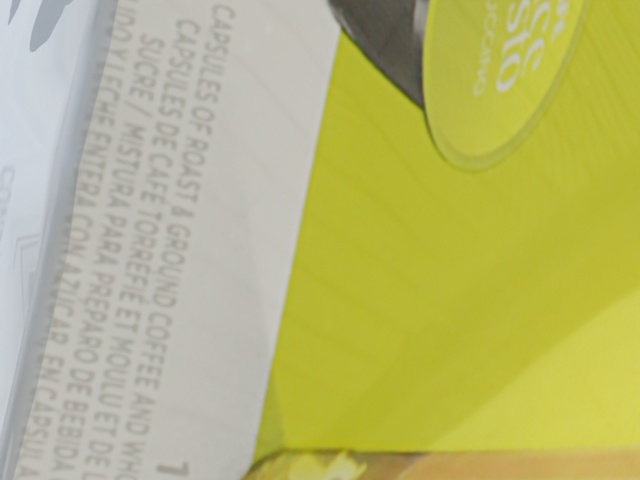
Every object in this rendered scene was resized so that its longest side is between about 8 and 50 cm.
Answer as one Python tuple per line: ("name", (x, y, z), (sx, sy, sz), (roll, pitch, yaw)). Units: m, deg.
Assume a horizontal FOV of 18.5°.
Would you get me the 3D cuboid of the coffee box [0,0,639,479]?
("coffee box", (0.000, 0.000, 0.543), (0.334, 0.337, 0.338), (15, 176, -35))
